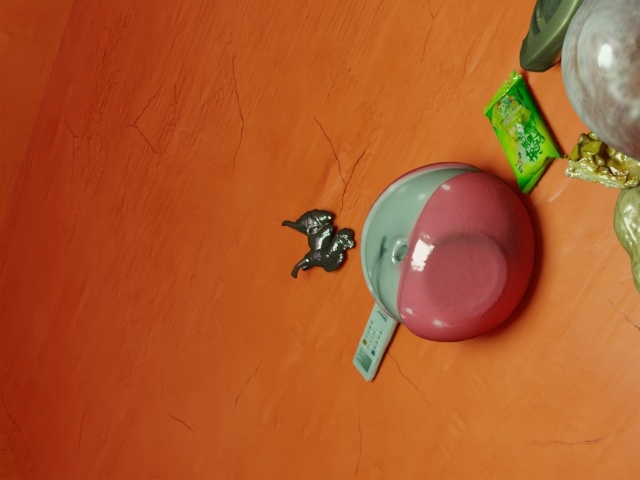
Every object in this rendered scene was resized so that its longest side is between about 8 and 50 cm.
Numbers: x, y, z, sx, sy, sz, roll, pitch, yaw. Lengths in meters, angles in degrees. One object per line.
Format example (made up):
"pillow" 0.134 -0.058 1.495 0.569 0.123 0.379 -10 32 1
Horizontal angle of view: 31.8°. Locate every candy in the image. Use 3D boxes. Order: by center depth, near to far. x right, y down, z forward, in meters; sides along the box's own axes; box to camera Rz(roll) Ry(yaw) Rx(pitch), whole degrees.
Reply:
"candy" 0.319 -0.173 1.792 0.102 0.032 0.178 -47 52 41

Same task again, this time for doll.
"doll" 0.000 0.000 2.190 0.165 0.057 0.139 -24 66 41

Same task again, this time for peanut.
"peanut" 0.459 0.000 1.553 0.089 0.089 0.192 -40 58 45

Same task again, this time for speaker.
"speaker" 0.199 0.016 1.822 0.294 0.294 0.294 -6 83 53

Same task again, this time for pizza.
"pizza" 0.416 -0.136 1.589 0.161 0.062 0.182 -32 39 13

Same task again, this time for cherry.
"cherry" 0.456 -0.231 1.394 0.326 0.335 0.291 -93 13 -49

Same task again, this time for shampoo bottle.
"shampoo bottle" 0.359 -0.353 1.588 0.350 0.084 0.125 106 170 -66

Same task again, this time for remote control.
"remote control" 0.106 0.178 2.055 0.061 0.029 0.162 52 132 44
